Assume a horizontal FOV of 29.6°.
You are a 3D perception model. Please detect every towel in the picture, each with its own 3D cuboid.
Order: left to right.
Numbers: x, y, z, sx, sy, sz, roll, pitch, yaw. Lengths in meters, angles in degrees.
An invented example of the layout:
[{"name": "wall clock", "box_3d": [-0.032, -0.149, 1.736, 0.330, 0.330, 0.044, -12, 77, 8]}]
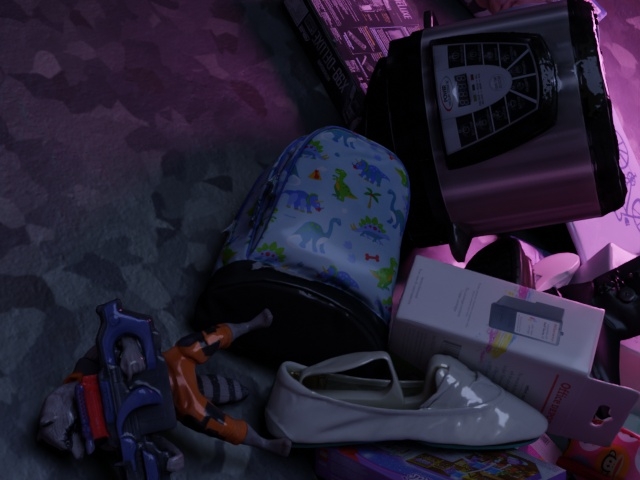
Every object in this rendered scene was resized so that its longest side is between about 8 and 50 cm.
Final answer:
[{"name": "towel", "box_3d": [0.382, 0.041, 2.188, 0.119, 0.029, 0.067, 25, 50, -18]}]

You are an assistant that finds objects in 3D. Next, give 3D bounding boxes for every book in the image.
[{"name": "book", "box_3d": [0.336, 0.364, 1.915, 0.096, 0.035, 0.144, 49, 44, 9]}]

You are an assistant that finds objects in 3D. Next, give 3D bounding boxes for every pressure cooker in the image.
[{"name": "pressure cooker", "box_3d": [0.273, -0.182, 2.003, 0.370, 0.421, 0.375, -72, 149, -59]}]

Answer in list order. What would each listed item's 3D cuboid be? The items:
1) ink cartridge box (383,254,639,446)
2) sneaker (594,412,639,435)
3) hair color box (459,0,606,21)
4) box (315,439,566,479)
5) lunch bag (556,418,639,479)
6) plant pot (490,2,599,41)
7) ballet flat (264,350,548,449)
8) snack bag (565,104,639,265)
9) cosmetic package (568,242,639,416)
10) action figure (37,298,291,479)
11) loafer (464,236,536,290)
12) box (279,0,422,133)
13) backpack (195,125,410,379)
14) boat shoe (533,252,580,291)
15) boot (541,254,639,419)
[{"name": "ink cartridge box", "box_3d": [0.282, 0.166, 1.770, 0.354, 0.207, 0.119, 17, 58, 8]}, {"name": "sneaker", "box_3d": [0.595, 0.324, 2.031, 0.256, 0.151, 0.094, 28, 46, -14]}, {"name": "hair color box", "box_3d": [0.404, -0.522, 2.519, 0.347, 0.174, 0.105, 46, 46, 4]}, {"name": "box", "box_3d": [0.161, 0.322, 1.680, 0.201, 0.293, 0.057, -12, 110, -39]}, {"name": "lunch bag", "box_3d": [0.537, 0.383, 1.858, 0.293, 0.258, 0.120, 30, 82, -24]}, {"name": "plant pot", "box_3d": [0.374, -0.330, 2.319, 0.195, 0.290, 0.290, 27, 36, 33]}, {"name": "ballet flat", "box_3d": [0.121, 0.220, 1.693, 0.400, 0.139, 0.139, 0, 53, 0]}, {"name": "snack bag", "box_3d": [0.528, -0.102, 2.312, 0.343, 0.037, 0.323, -19, 86, -48]}, {"name": "cosmetic package", "box_3d": [0.646, 0.213, 2.144, 0.453, 0.161, 0.230, 24, 48, -16]}, {"name": "action figure", "box_3d": [-0.210, 0.246, 1.592, 0.330, 0.178, 0.341, -1, 86, -27]}, {"name": "loafer", "box_3d": [0.305, 0.167, 1.993, 0.130, 0.134, 0.365, 34, 50, -38]}, {"name": "box", "box_3d": [0.096, -0.352, 2.256, 0.242, 0.076, 0.307, -12, 66, -39]}, {"name": "backpack", "box_3d": [0.000, 0.000, 1.835, 0.290, 0.273, 0.355, 25, 35, -7]}, {"name": "boat shoe", "box_3d": [0.395, 0.086, 2.128, 0.066, 0.063, 0.184, 14, 39, 37]}, {"name": "boot", "box_3d": [0.484, 0.143, 1.912, 0.207, 0.094, 0.246, -19, 53, 1]}]
